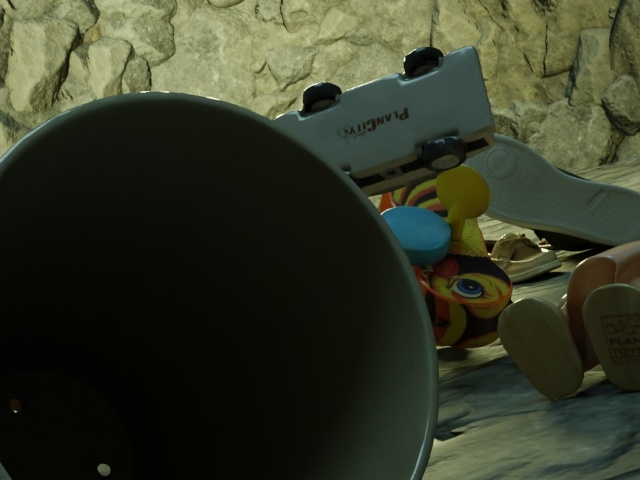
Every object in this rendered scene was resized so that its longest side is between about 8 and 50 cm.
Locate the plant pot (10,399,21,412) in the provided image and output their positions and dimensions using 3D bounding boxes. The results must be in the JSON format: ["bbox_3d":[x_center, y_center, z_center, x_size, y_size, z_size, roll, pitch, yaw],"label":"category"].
[{"bbox_3d":[-0.323,0.117,0.885,0.203,0.291,0.291,2,4,3],"label":"plant pot"}]

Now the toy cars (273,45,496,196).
[{"bbox_3d":[0.000,0.000,0.940,0.394,0.176,0.087,-54,-32,1],"label":"toy cars"}]

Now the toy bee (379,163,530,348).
[{"bbox_3d":[0.119,0.046,1.036,0.162,0.298,0.195,11,-33,2],"label":"toy bee"}]

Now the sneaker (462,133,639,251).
[{"bbox_3d":[0.268,-0.052,1.454,0.295,0.105,0.147,19,-9,-5],"label":"sneaker"}]

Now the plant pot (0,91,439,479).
[{"bbox_3d":[-0.117,0.093,0.638,0.256,0.257,0.274,-19,-11,-39],"label":"plant pot"}]

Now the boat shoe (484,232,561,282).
[{"bbox_3d":[0.242,0.019,1.426,0.063,0.059,0.170,-17,3,-21],"label":"boat shoe"}]

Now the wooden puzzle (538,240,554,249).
[{"bbox_3d":[0.351,-0.001,1.636,0.078,0.014,0.116,-18,3,-29],"label":"wooden puzzle"}]

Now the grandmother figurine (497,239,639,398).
[{"bbox_3d":[0.287,0.021,0.884,0.207,0.104,0.342,-2,14,38],"label":"grandmother figurine"}]
